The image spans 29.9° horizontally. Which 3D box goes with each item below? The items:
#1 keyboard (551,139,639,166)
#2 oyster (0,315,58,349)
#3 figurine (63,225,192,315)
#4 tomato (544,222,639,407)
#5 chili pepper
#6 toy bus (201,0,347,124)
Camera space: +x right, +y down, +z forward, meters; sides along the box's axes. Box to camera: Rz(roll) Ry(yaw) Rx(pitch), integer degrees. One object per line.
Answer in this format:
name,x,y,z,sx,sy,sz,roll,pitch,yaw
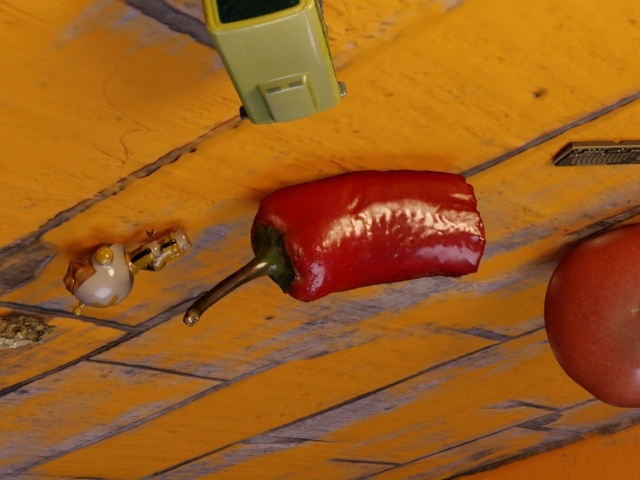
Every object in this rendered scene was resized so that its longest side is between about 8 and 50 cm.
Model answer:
keyboard,0.329,-0.098,1.360,0.129,0.015,0.049,-3,157,-22
oyster,-0.385,0.110,1.484,0.098,0.037,0.100,-3,-174,28
figurine,-0.213,0.028,1.325,0.143,0.068,0.101,-22,170,-24
tomato,0.427,0.101,1.595,0.256,0.255,0.224,-17,173,12
chili pepper,-0.002,-0.003,1.265,0.338,0.131,0.134,-8,-177,-20
toy bus,-0.037,-0.159,0.903,0.088,0.101,0.175,-14,160,4
